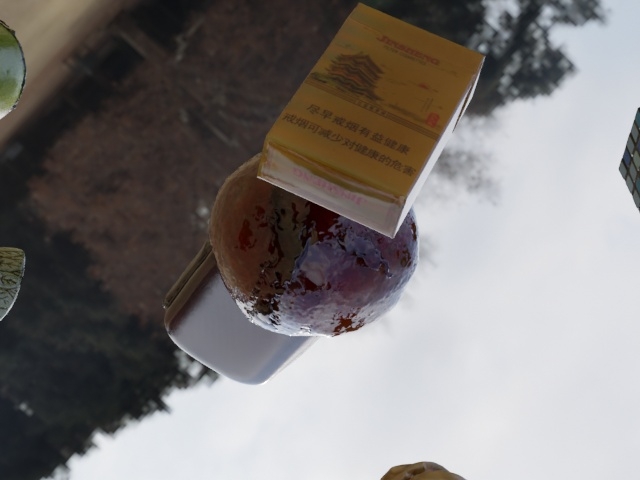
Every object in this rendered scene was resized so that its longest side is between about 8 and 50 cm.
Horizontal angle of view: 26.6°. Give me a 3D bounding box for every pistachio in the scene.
[{"bbox_3d":[0.184,0.442,2.197,0.157,0.230,0.157,-21,-120,41],"label":"pistachio"}]

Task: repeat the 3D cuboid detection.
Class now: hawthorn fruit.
[{"bbox_3d":[-0.016,-0.005,1.859,0.316,0.316,0.316,-46,-171,10],"label":"hawthorn fruit"}]

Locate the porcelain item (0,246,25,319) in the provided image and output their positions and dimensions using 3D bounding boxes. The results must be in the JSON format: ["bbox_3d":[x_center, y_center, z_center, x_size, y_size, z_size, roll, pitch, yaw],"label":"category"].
[{"bbox_3d":[-0.487,0.014,1.677,0.253,0.253,0.253,-46,-171,10],"label":"porcelain item"}]

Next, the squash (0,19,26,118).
[{"bbox_3d":[-0.422,-0.175,1.411,0.132,0.132,0.247,-45,175,19],"label":"squash"}]

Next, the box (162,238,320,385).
[{"bbox_3d":[-0.124,0.115,2.380,0.404,0.263,0.108,-46,-168,54],"label":"box"}]

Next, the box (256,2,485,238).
[{"bbox_3d":[0.064,-0.146,1.573,0.274,0.174,0.076,-59,171,-40],"label":"box"}]

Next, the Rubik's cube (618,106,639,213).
[{"bbox_3d":[0.662,-0.130,2.412,0.182,0.184,0.187,93,-15,-53],"label":"Rubik's cube"}]
